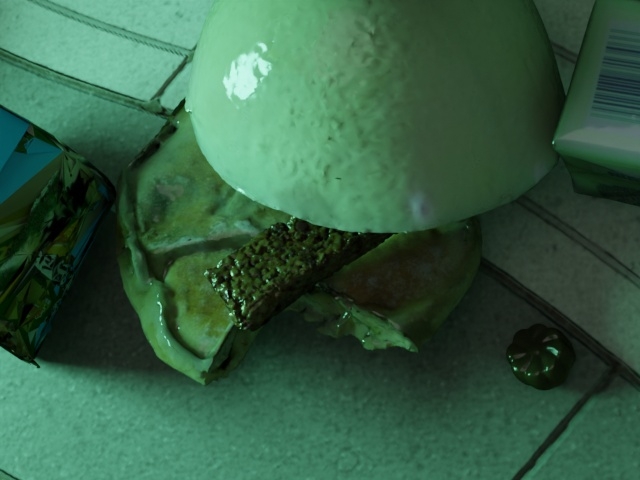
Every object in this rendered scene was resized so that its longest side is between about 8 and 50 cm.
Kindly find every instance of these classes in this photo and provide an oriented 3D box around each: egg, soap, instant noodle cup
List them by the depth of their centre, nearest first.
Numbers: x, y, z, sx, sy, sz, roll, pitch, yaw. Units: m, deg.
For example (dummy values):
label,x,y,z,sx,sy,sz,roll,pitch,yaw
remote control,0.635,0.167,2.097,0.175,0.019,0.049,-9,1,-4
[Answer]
label,x,y,z,sx,sy,sz,roll,pitch,yaw
soap,0.306,-0.096,1.221,0.199,0.182,0.138,12,81,19
egg,0.040,-0.174,1.242,0.337,0.201,0.337,-4,43,3
instant noodle cup,-0.307,-0.017,1.375,0.240,0.240,0.178,27,79,20

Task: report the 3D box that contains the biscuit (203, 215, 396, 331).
label,x,y,z,sx,sy,sz,roll,pitch,yaw
biscuit,0.000,0.000,1.251,0.199,0.034,0.064,-33,62,-13

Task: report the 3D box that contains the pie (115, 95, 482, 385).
label,x,y,z,sx,sy,sz,roll,pitch,yaw
pie,-0.023,-0.020,1.329,0.338,0.075,0.337,-3,60,6

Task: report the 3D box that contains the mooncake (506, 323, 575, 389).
label,x,y,z,sx,sy,sz,roll,pitch,yaw
mooncake,0.046,0.075,1.337,0.347,0.057,0.150,-5,54,7
